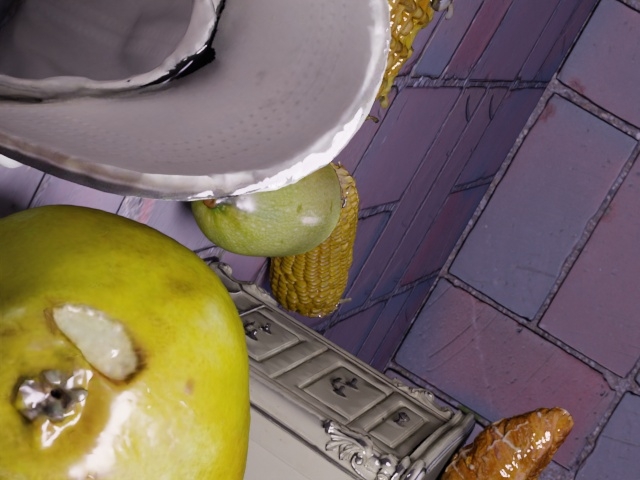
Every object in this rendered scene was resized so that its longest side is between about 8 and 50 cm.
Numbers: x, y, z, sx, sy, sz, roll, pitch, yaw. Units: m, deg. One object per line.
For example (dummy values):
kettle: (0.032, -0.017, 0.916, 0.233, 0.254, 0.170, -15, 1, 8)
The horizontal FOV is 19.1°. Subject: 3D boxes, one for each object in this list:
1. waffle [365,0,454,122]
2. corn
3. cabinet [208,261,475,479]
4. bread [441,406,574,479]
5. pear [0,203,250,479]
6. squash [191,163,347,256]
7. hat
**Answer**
waffle: (0.062, -0.224, 1.898, 0.262, 0.060, 0.280, -45, 162, -40)
corn: (-0.005, 0.000, 2.117, 0.091, 0.091, 0.260, -11, 151, -15)
cabinet: (-0.060, 0.196, 1.810, 0.227, 0.318, 0.290, -59, 169, 12)
bread: (0.150, 0.237, 1.809, 0.233, 0.076, 0.105, -52, 159, 13)
pear: (-0.166, 0.110, 1.272, 0.269, 0.269, 0.321, -59, -179, 2)
squash: (-0.059, -0.042, 1.718, 0.123, 0.123, 0.187, -60, 166, 7)
hat: (-0.085, -0.116, 1.031, 0.257, 0.301, 0.168, -56, 147, -6)
